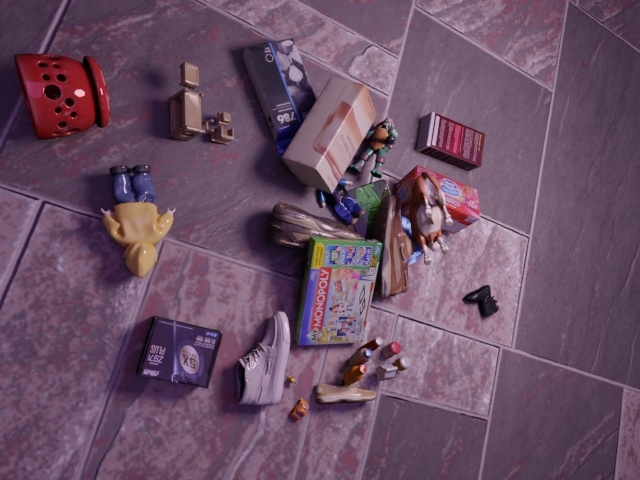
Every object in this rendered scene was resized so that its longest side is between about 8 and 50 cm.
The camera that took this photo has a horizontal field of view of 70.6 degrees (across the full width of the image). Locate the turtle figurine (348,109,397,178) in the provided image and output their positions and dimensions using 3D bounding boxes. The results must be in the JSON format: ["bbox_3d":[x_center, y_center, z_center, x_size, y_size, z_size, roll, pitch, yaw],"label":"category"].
[{"bbox_3d":[0.185,-0.321,1.444,0.118,0.175,0.234,25,83,-43],"label":"turtle figurine"}]

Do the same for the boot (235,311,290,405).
[{"bbox_3d":[-0.162,0.322,1.236,0.123,0.095,0.259,9,81,-29],"label":"boot"}]

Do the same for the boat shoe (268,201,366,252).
[{"bbox_3d":[0.000,0.000,1.348,0.355,0.132,0.130,20,101,-24],"label":"boat shoe"}]

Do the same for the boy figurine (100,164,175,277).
[{"bbox_3d":[-0.461,-0.049,1.159,0.177,0.092,0.286,-9,88,-24],"label":"boy figurine"}]

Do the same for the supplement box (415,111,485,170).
[{"bbox_3d":[0.464,-0.348,1.602,0.239,0.073,0.130,16,78,-20],"label":"supplement box"}]

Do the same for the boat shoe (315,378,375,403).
[{"bbox_3d":[0.077,0.446,1.346,0.189,0.068,0.072,7,65,-24],"label":"boat shoe"}]

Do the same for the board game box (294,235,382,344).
[{"bbox_3d":[0.050,0.149,1.315,0.213,0.046,0.318,2,106,-23],"label":"board game box"}]

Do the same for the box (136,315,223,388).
[{"bbox_3d":[-0.362,0.287,1.166,0.180,0.077,0.148,19,77,-20],"label":"box"}]

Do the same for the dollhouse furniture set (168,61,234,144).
[{"bbox_3d":[-0.336,-0.372,1.271,0.160,0.101,0.182,4,81,-48],"label":"dollhouse furniture set"}]

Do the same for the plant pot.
[{"bbox_3d":[-0.610,-0.345,1.082,0.174,0.191,0.191,-14,89,-32],"label":"plant pot"}]

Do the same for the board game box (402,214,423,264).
[{"bbox_3d":[0.267,0.001,1.498,0.168,0.033,0.133,42,73,-7],"label":"board game box"}]

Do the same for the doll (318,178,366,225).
[{"bbox_3d":[0.058,-0.141,1.416,0.129,0.046,0.189,-44,95,-12],"label":"doll"}]

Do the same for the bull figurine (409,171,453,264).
[{"bbox_3d":[0.324,-0.050,1.350,0.101,0.189,0.311,-14,131,3],"label":"bull figurine"}]

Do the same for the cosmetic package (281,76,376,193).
[{"bbox_3d":[0.032,-0.310,1.336,0.296,0.129,0.153,-61,151,-10],"label":"cosmetic package"}]

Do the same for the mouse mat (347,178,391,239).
[{"bbox_3d":[0.172,-0.089,1.457,0.152,0.007,0.190,-20,89,-8],"label":"mouse mat"}]

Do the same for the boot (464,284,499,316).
[{"bbox_3d":[0.571,0.222,1.596,0.121,0.045,0.099,-21,95,-25],"label":"boot"}]

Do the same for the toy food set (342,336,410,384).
[{"bbox_3d":[0.181,0.356,1.358,0.232,0.104,0.111,-1,61,-26],"label":"toy food set"}]

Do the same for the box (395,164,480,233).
[{"bbox_3d":[0.386,-0.131,1.499,0.256,0.128,0.123,17,59,-20],"label":"box"}]

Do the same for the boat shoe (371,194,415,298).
[{"bbox_3d":[0.230,0.019,1.409,0.116,0.123,0.325,-1,104,-13],"label":"boat shoe"}]

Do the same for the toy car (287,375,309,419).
[{"bbox_3d":[-0.074,0.454,1.290,0.060,0.040,0.122,-32,97,-23],"label":"toy car"}]

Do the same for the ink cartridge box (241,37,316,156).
[{"bbox_3d":[-0.102,-0.436,1.377,0.165,0.065,0.333,-23,94,-25],"label":"ink cartridge box"}]
